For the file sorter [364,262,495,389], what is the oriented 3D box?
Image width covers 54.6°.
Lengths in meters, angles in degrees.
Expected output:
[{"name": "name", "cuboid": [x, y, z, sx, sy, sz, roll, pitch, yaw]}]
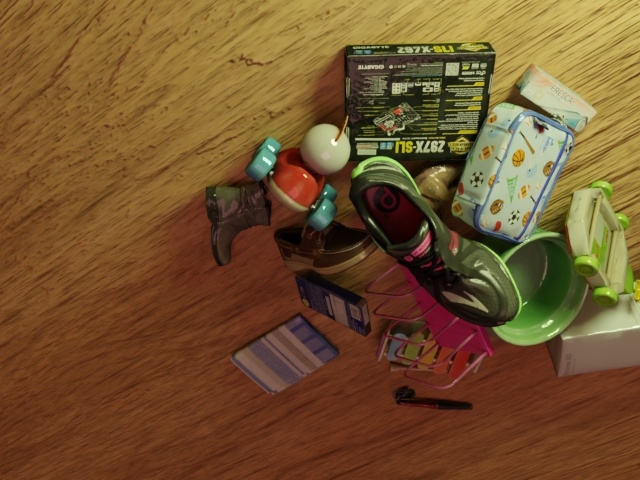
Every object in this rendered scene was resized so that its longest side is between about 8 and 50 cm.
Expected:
[{"name": "file sorter", "cuboid": [0.270, 0.209, 1.603, 0.182, 0.202, 0.291, -34, 107, -27]}]

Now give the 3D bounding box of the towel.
[{"name": "towel", "cuboid": [-0.109, 0.351, 1.892, 0.285, 0.034, 0.209, -34, 117, 20]}]

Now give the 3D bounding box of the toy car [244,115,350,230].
[{"name": "toy car", "cuboid": [-0.008, -0.190, 1.407, 0.219, 0.210, 0.238, 39, 109, -13]}]

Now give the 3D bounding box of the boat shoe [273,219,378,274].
[{"name": "boat shoe", "cuboid": [0.000, 0.000, 1.519, 0.342, 0.123, 0.123, -3, 124, 54]}]

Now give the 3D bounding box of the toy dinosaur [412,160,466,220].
[{"name": "toy dinosaur", "cuboid": [0.245, -0.112, 1.511, 0.200, 0.127, 0.296, 32, 114, -13]}]

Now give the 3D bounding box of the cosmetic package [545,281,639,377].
[{"name": "cosmetic package", "cuboid": [0.833, 0.240, 1.722, 0.385, 0.156, 0.217, -13, 136, 8]}]

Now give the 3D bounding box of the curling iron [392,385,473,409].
[{"name": "curling iron", "cuboid": [0.368, 0.526, 2.016, 0.274, 0.035, 0.068, 13, 125, -9]}]

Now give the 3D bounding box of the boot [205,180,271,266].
[{"name": "boot", "cuboid": [-0.202, -0.037, 1.588, 0.161, 0.083, 0.246, -4, 127, -5]}]

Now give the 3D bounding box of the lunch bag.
[{"name": "lunch bag", "cuboid": [0.445, -0.152, 1.409, 0.243, 0.115, 0.303, 15, 104, -36]}]

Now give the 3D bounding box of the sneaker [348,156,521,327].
[{"name": "sneaker", "cuboid": [0.230, 0.026, 1.360, 0.483, 0.202, 0.185, 42, 115, 3]}]

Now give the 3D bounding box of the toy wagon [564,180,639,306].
[{"name": "toy wagon", "cuboid": [0.706, 0.033, 1.533, 0.068, 0.267, 0.344, -10, 132, 43]}]

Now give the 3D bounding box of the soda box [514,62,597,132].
[{"name": "soda box", "cuboid": [0.529, -0.321, 1.397, 0.183, 0.058, 0.063, 27, 121, -17]}]

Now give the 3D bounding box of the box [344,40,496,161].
[{"name": "box", "cuboid": [0.214, -0.308, 1.394, 0.322, 0.079, 0.257, -2, 127, 1]}]

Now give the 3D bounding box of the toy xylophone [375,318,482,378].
[{"name": "toy xylophone", "cuboid": [0.323, 0.334, 1.850, 0.322, 0.081, 0.236, 2, 126, -1]}]

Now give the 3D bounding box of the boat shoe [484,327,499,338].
[{"name": "boat shoe", "cuboid": [0.479, 0.188, 1.746, 0.079, 0.084, 0.233, -42, 126, -23]}]

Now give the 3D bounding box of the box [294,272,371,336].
[{"name": "box", "cuboid": [0.034, 0.168, 1.695, 0.225, 0.036, 0.136, 23, 145, 30]}]

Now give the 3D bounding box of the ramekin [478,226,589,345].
[{"name": "ramekin", "cuboid": [0.518, 0.102, 1.592, 0.303, 0.148, 0.303, -6, 111, -16]}]
